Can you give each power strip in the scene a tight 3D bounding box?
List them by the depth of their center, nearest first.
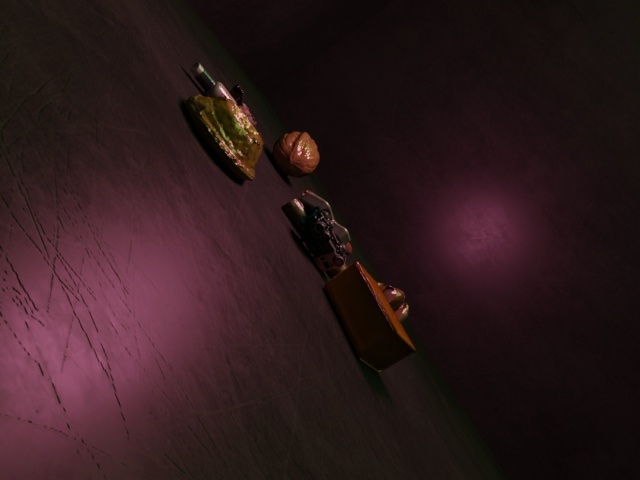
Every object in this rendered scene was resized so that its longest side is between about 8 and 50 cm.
[{"bbox_3d":[0.028,-0.044,1.764,0.193,0.059,0.265,34,-25,39],"label":"power strip"}]

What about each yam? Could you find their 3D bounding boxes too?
[{"bbox_3d":[-0.005,0.009,1.723,0.372,0.083,0.083,54,8,-11],"label":"yam"}]

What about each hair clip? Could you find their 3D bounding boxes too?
[{"bbox_3d":[-0.348,-0.583,2.040,0.173,0.069,0.300,58,-2,3],"label":"hair clip"}]

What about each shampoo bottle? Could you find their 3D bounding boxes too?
[{"bbox_3d":[-0.368,-0.519,1.636,0.192,0.074,0.074,52,9,-36],"label":"shampoo bottle"}]

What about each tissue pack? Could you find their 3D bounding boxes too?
[{"bbox_3d":[0.145,0.235,1.462,0.194,0.145,0.275,49,9,-51],"label":"tissue pack"}]

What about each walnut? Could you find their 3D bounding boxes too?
[{"bbox_3d":[-0.115,-0.393,2.202,0.225,0.224,0.261,54,20,-13],"label":"walnut"}]

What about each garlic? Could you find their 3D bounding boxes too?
[{"bbox_3d":[0.246,0.266,1.938,0.214,0.191,0.160,45,-18,2],"label":"garlic"}]

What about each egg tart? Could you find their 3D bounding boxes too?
[{"bbox_3d":[-0.252,-0.302,1.331,0.290,0.115,0.290,53,9,-12],"label":"egg tart"}]

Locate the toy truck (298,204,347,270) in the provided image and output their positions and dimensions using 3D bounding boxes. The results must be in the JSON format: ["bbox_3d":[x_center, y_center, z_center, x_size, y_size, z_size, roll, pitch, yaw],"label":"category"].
[{"bbox_3d":[0.000,0.000,1.615,0.216,0.116,0.110,61,23,-22],"label":"toy truck"}]

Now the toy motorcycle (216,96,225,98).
[{"bbox_3d":[-0.288,-0.376,1.536,0.122,0.082,0.213,48,-13,34],"label":"toy motorcycle"}]

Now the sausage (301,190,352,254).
[{"bbox_3d":[0.040,-0.071,2.301,0.433,0.087,0.088,51,9,-30],"label":"sausage"}]
